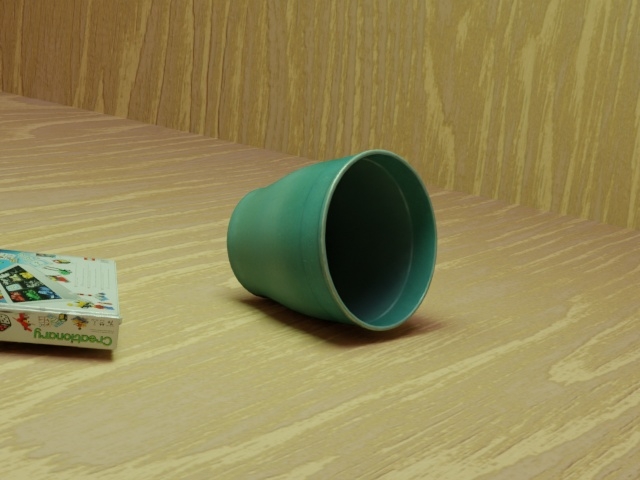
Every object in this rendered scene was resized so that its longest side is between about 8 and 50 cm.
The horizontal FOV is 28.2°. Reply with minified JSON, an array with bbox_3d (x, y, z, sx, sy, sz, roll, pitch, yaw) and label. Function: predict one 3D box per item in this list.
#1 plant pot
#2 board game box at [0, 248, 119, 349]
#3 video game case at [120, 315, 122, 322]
[{"bbox_3d":[0.000,0.000,1.995,0.255,0.271,0.272,-1,4,42],"label":"plant pot"},{"bbox_3d":[-0.382,0.077,1.790,0.193,0.053,0.305,6,12,-11],"label":"board game box"},{"bbox_3d":[-0.357,0.108,1.821,0.122,0.011,0.087,12,12,22],"label":"video game case"}]
